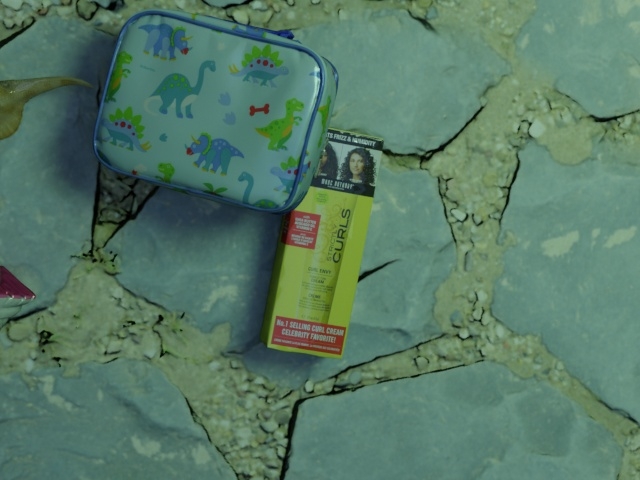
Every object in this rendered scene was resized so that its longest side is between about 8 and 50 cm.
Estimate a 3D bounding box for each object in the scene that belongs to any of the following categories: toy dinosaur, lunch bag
[{"bbox_3d":[-0.321,-0.145,1.179,0.183,0.053,0.093,-28,115,1],"label":"toy dinosaur"},{"bbox_3d":[-0.099,-0.128,1.165,0.219,0.090,0.176,15,94,9],"label":"lunch bag"}]

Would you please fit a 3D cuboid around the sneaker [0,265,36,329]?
[{"bbox_3d":[-0.377,0.076,1.103,0.103,0.252,0.111,36,102,27],"label":"sneaker"}]

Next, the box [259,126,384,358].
[{"bbox_3d":[0.000,0.000,1.237,0.087,0.058,0.232,11,94,-11],"label":"box"}]
